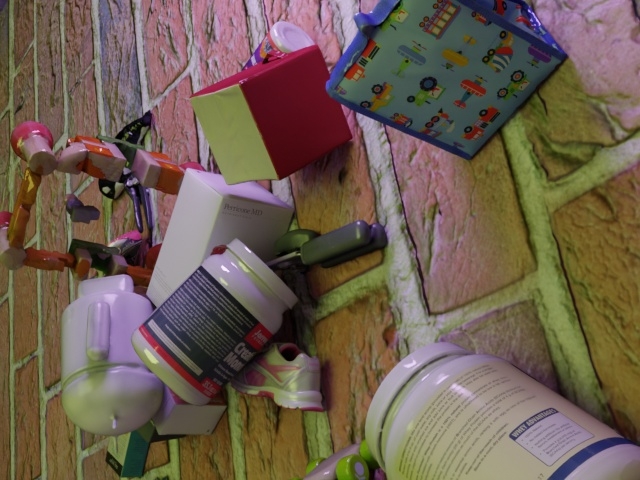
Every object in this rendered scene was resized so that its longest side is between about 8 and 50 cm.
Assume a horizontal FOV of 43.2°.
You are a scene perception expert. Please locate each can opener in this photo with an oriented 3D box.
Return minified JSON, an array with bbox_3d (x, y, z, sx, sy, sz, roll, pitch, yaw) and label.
[{"bbox_3d":[0.000,0.000,1.483,0.283,0.076,0.095,-23,66,46],"label":"can opener"},{"bbox_3d":[-0.473,-0.100,2.135,0.059,0.073,0.186,-25,59,2],"label":"can opener"}]

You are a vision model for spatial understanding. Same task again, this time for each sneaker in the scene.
[{"bbox_3d":[-0.078,0.244,1.520,0.252,0.103,0.111,6,83,46],"label":"sneaker"},{"bbox_3d":[-0.528,0.097,2.117,0.112,0.121,0.299,39,121,14],"label":"sneaker"}]

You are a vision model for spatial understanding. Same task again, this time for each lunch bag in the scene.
[{"bbox_3d":[0.161,-0.261,1.157,0.221,0.293,0.138,-49,48,33],"label":"lunch bag"}]

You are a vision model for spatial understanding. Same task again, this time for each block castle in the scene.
[{"bbox_3d":[-0.475,-0.070,1.788,0.213,0.453,0.303,43,116,54],"label":"block castle"}]

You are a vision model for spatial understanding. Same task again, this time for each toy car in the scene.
[{"bbox_3d":[0.057,0.436,1.300,0.155,0.149,0.188,-32,83,34],"label":"toy car"}]

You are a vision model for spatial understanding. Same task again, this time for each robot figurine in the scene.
[{"bbox_3d":[-0.426,0.245,1.655,0.300,0.199,0.353,85,173,-55],"label":"robot figurine"}]

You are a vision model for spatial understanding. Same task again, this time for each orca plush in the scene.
[{"bbox_3d":[-0.561,-0.237,2.226,0.287,0.102,0.151,-45,50,36],"label":"orca plush"}]

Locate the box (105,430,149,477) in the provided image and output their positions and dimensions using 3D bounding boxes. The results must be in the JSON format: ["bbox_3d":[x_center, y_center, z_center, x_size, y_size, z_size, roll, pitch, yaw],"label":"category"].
[{"bbox_3d":[-0.456,0.443,1.975,0.100,0.060,0.244,19,97,52],"label":"box"}]

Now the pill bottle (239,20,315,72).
[{"bbox_3d":[-0.101,-0.343,1.660,0.193,0.108,0.108,-47,49,36],"label":"pill bottle"}]

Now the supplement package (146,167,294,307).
[{"bbox_3d":[-0.209,0.027,1.659,0.175,0.177,0.293,36,111,50],"label":"supplement package"}]

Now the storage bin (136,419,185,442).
[{"bbox_3d":[-0.354,0.394,1.811,0.091,0.135,0.098,38,112,36],"label":"storage bin"}]

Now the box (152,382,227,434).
[{"bbox_3d":[-0.302,0.328,1.748,0.091,0.130,0.170,-60,43,21],"label":"box"}]

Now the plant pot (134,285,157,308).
[{"bbox_3d":[-0.441,0.223,1.868,0.032,0.236,0.236,18,96,42],"label":"plant pot"}]

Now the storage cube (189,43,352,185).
[{"bbox_3d":[-0.093,-0.229,1.497,0.183,0.193,0.215,1,119,52],"label":"storage cube"}]

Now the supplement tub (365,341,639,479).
[{"bbox_3d":[0.228,0.285,0.999,0.325,0.235,0.235,33,108,50],"label":"supplement tub"}]

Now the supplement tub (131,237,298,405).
[{"bbox_3d":[-0.193,0.149,1.492,0.272,0.191,0.191,-46,41,-7],"label":"supplement tub"}]
